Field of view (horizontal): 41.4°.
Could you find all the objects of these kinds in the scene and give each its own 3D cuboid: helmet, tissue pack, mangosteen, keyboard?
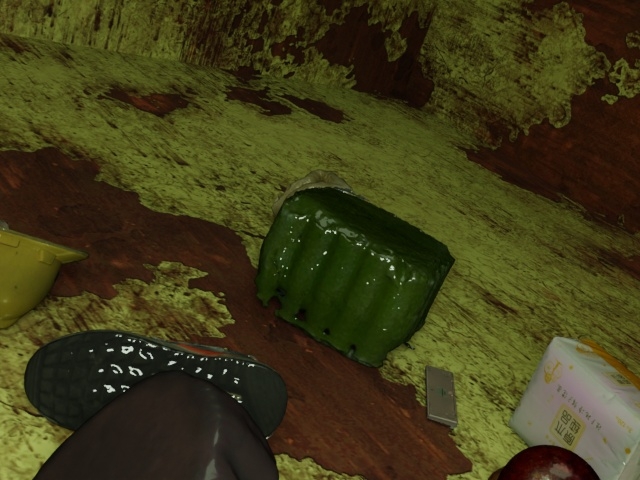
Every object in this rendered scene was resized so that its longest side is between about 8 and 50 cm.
[{"bbox_3d":[-0.472,0.053,1.195,0.257,0.140,0.205,21,-14,-33],"label":"helmet"},{"bbox_3d":[0.435,0.290,1.340,0.124,0.185,0.225,6,25,-31],"label":"tissue pack"},{"bbox_3d":[0.313,0.342,1.162,0.156,0.145,0.181,21,21,11],"label":"mangosteen"},{"bbox_3d":[0.204,0.263,1.433,0.055,0.017,0.166,15,22,0],"label":"keyboard"}]

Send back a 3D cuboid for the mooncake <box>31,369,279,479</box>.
[{"bbox_3d":[-0.160,0.266,0.787,0.141,0.283,0.283,48,5,-33],"label":"mooncake"}]

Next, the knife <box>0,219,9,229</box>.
[{"bbox_3d":[-0.685,-0.039,1.364,0.365,0.043,0.089,14,55,-20],"label":"knife"}]

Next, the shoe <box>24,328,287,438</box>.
[{"bbox_3d":[-0.211,0.182,1.134,0.337,0.132,0.171,7,2,-2],"label":"shoe"}]

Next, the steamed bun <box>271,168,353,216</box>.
[{"bbox_3d":[-0.025,-0.076,1.908,0.155,0.140,0.172,-8,30,-26],"label":"steamed bun"}]

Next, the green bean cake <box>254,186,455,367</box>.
[{"bbox_3d":[0.067,0.057,1.572,0.335,0.218,0.319,32,16,13],"label":"green bean cake"}]
